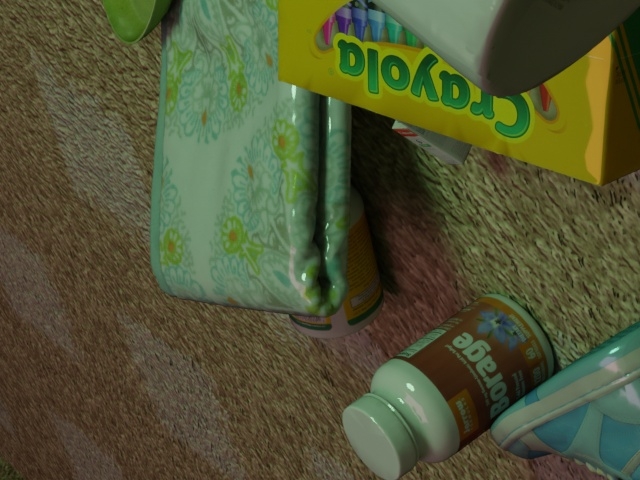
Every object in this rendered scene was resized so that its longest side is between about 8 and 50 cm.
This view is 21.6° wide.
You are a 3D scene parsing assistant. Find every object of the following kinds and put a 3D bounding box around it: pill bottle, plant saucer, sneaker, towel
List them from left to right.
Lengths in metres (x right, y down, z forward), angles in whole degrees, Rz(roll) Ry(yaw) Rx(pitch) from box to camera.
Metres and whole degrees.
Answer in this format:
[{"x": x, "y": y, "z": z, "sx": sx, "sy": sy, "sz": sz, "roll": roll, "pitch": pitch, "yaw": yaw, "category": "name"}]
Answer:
[{"x": -0.207, "y": -0.346, "z": 1.917, "sx": 0.241, "sy": 0.037, "sz": 0.241, "roll": 175, "pitch": 90, "yaw": -66, "category": "plant saucer"}, {"x": -0.081, "y": -0.112, "z": 1.820, "sx": 0.320, "sy": 0.090, "sz": 0.375, "roll": 4, "pitch": 94, "yaw": 59, "category": "towel"}, {"x": 0.000, "y": 0.000, "z": 1.935, "sx": 0.117, "sy": 0.117, "sz": 0.208, "roll": 28, "pitch": 142, "yaw": 46, "category": "pill bottle"}, {"x": 0.133, "y": 0.157, "z": 1.766, "sx": 0.121, "sy": 0.216, "sz": 0.121, "roll": 41, "pitch": 150, "yaw": 30, "category": "pill bottle"}, {"x": 0.297, "y": 0.213, "z": 1.650, "sx": 0.208, "sy": 0.127, "sz": 0.319, "roll": 55, "pitch": 155, "yaw": 7, "category": "sneaker"}]

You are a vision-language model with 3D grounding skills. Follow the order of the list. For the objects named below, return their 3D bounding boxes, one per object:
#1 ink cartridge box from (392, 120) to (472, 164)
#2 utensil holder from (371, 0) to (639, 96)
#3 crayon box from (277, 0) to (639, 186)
[{"x": 0.102, "y": -0.126, "z": 1.619, "sx": 0.115, "sy": 0.063, "sz": 0.029, "roll": 29, "pitch": 168, "yaw": -28, "category": "ink cartridge box"}, {"x": 0.070, "y": -0.327, "z": 1.040, "sx": 0.385, "sy": 0.327, "sz": 0.328, "roll": 43, "pitch": 151, "yaw": 16, "category": "utensil holder"}, {"x": 0.120, "y": -0.245, "z": 1.342, "sx": 0.363, "sy": 0.106, "sz": 0.313, "roll": 22, "pitch": 120, "yaw": 41, "category": "crayon box"}]
